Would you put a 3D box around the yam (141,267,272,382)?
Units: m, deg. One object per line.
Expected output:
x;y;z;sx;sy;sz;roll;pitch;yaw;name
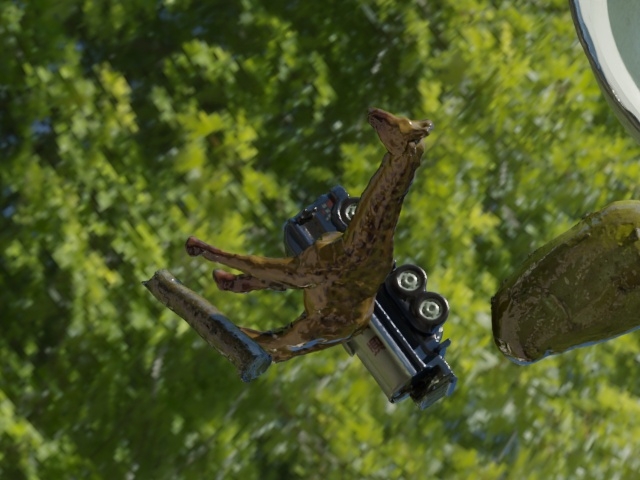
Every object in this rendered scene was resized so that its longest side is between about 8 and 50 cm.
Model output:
-0.089;0.057;1.158;0.129;0.033;0.027;36;-53;31;yam

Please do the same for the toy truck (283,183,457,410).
0.046;0.054;1.359;0.202;0.088;0.074;53;-12;17;toy truck

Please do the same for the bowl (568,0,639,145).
0.293;-0.134;1.071;0.313;0.313;0.146;40;-23;4;bowl

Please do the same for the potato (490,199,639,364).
0.220;0.034;1.262;0.188;0.085;0.105;-31;-82;8;potato

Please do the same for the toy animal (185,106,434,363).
0.006;0.007;1.237;0.275;0.054;0.149;-33;-77;34;toy animal
